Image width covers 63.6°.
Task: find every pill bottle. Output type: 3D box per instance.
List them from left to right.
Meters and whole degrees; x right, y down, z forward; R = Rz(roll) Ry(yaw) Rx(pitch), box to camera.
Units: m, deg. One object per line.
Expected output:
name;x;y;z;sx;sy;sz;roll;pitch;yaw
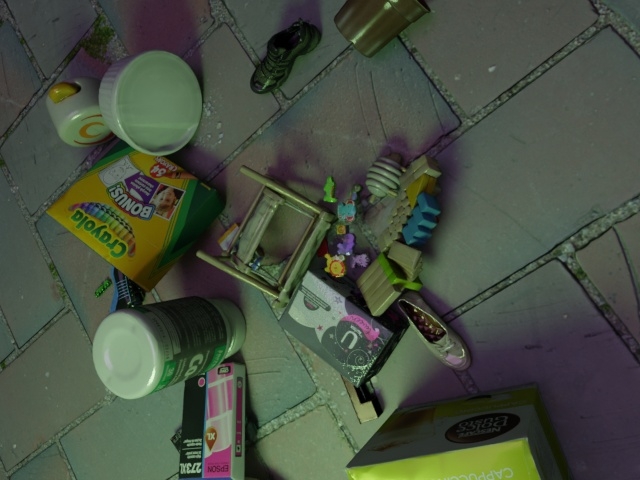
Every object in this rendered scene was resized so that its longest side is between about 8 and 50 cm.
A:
pill bottle;-0.357;0.247;1.291;0.205;0.361;0.203;1;92;26

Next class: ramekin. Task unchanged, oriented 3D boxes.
ramekin;-0.463;-0.371;1.387;0.127;0.273;0.272;18;99;35

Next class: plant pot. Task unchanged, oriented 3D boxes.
plant pot;0.128;-0.515;1.156;0.165;0.167;0.166;-39;75;29

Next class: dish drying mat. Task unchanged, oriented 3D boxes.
dish drying mat;0.000;0.000;1.308;0.032;0.008;0.083;-12;86;25

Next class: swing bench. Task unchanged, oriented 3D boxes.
swing bench;-0.118;-0.008;1.267;0.255;0.165;0.253;31;97;14

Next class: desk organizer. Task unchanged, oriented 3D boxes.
desk organizer;0.100;0.370;1.250;0.050;0.047;0.130;-26;81;22

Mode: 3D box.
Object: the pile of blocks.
pile of blocks;0.211;0.001;1.138;0.149;0.113;0.361;33;105;54

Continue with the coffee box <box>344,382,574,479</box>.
coffee box;0.302;0.510;0.997;0.338;0.334;0.337;-21;83;24

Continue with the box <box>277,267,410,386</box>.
box;0.055;0.193;1.213;0.247;0.142;0.163;35;106;20

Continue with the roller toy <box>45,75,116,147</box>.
roller toy;-0.700;-0.383;1.528;0.191;0.209;0.146;-41;72;42

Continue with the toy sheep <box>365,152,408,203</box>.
toy sheep;0.149;-0.144;1.191;0.091;0.091;0.132;25;83;23

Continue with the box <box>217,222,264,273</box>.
box;-0.213;0.028;1.401;0.081;0.028;0.136;-43;77;20

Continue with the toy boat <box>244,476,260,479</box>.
toy boat;-0.192;0.782;1.364;0.268;0.148;0.318;30;96;17

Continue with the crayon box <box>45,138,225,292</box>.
crayon box;-0.503;-0.085;1.411;0.363;0.106;0.313;32;71;22

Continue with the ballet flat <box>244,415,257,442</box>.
ballet flat;-0.257;0.549;1.417;0.203;0.074;0.074;-30;79;18

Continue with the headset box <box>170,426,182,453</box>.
headset box;-0.388;0.589;1.498;0.083;0.032;0.062;48;110;16

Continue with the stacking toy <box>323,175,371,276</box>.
stacking toy;0.065;-0.031;1.188;0.052;0.167;0.220;-1;90;25

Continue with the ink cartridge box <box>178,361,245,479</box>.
ink cartridge box;-0.285;0.519;1.363;0.176;0.069;0.370;-15;66;25

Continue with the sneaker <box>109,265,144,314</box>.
sneaker;-0.573;0.142;1.552;0.091;0.081;0.232;12;104;22

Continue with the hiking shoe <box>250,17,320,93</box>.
hiking shoe;-0.111;-0.464;1.288;0.227;0.114;0.086;-42;74;21

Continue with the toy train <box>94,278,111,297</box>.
toy train;-0.693;0.152;1.641;0.083;0.017;0.023;-40;65;21

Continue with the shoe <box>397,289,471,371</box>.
shoe;0.252;0.208;1.165;0.076;0.058;0.219;-46;73;20
